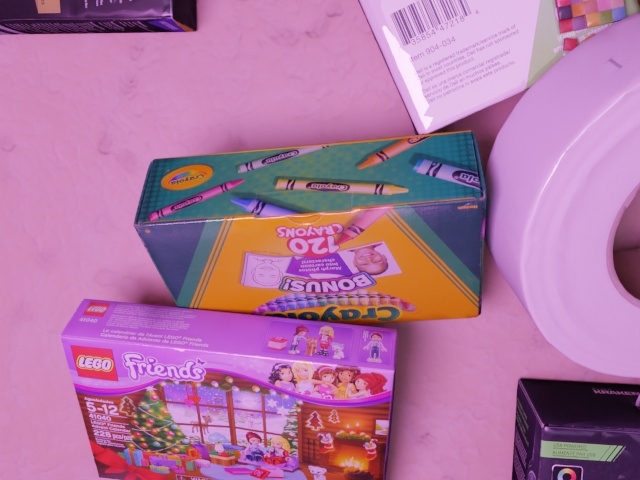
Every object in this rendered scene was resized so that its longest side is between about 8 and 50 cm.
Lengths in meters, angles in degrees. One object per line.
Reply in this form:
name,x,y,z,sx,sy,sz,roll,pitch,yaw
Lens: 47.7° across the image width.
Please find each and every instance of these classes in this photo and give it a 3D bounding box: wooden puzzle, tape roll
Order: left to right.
wooden puzzle,0.206,-0.189,0.556,0.049,0.006,0.083,-11,99,6
tape roll,0.279,-0.031,0.580,0.286,0.100,0.286,-3,119,-6

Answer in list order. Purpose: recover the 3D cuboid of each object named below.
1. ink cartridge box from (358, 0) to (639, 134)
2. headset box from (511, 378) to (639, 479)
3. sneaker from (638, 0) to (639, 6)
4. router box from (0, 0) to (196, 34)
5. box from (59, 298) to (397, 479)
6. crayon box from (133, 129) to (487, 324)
ink cartridge box,0.120,-0.253,0.618,0.198,0.115,0.273,-23,95,9
headset box,0.304,0.266,0.656,0.246,0.131,0.283,3,97,6
sneaker,0.348,-0.211,0.621,0.214,0.084,0.083,17,86,1
router box,-0.243,-0.352,0.667,0.242,0.081,0.309,2,98,7
box,-0.080,0.160,0.685,0.293,0.057,0.201,5,125,7
crayon box,0.000,0.000,0.640,0.278,0.081,0.165,-4,141,8
